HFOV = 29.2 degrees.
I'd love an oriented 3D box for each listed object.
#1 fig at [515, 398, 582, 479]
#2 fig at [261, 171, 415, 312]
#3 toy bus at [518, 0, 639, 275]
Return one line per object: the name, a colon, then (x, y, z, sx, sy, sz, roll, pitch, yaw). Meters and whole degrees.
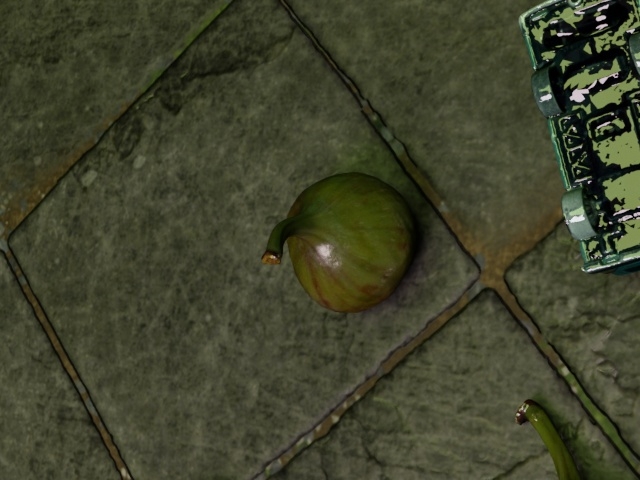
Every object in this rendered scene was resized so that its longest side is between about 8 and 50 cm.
fig: (0.237, 0.273, 1.135, 0.151, 0.151, 0.259, -15, 45, 28)
fig: (0.000, 0.000, 1.238, 0.149, 0.245, 0.149, -2, 86, 31)
toy bus: (0.284, -0.102, 1.146, 0.128, 0.147, 0.256, -18, 76, 25)
